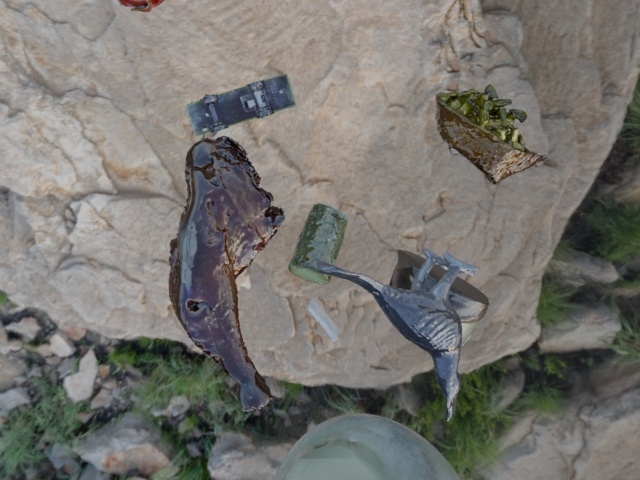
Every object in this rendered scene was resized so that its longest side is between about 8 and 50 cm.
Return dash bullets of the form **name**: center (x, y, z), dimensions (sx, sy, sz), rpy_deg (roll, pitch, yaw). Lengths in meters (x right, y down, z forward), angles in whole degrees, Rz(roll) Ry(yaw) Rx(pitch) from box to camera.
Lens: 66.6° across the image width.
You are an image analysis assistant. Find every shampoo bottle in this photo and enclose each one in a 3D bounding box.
- **shampoo bottle**: center (0.080, 0.452, 0.778), dimensions (0.322, 0.322, 0.317), rpy_deg (-21, 124, 5)

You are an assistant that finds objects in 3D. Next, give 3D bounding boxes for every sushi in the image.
- **sushi**: center (0.397, -0.258, 1.159), dimensions (0.296, 0.167, 0.179), rpy_deg (44, 119, 5)

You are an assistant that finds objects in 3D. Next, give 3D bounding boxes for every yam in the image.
- **yam**: center (0.000, 0.000, 1.174), dimensions (0.107, 0.107, 0.194), rpy_deg (26, 65, -13)

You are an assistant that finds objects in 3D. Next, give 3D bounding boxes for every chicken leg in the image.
- **chicken leg**: center (-0.075, 0.023, 0.369), dimensions (0.093, 0.053, 0.205), rpy_deg (4, 94, 6)

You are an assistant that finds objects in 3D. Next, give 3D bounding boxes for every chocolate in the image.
- **chocolate**: center (0.290, 0.172, 1.293), dimensions (0.283, 0.283, 0.186), rpy_deg (27, 100, -14)

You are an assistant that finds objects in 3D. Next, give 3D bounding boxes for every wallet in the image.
- **wallet**: center (0.008, 0.149, 0.914), dimensions (0.011, 0.044, 0.083), rpy_deg (-36, 100, 16)

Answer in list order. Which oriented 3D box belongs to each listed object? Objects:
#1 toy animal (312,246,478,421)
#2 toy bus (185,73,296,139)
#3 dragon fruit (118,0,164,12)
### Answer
- **toy animal**: center (0.165, 0.099, 0.774), dimensions (0.367, 0.081, 0.206), rpy_deg (50, 66, -21)
- **toy bus**: center (-0.223, -0.387, 1.404), dimensions (0.301, 0.139, 0.113), rpy_deg (-15, 105, 5)
- **dragon fruit**: center (-0.392, -0.566, 1.061), dimensions (0.165, 0.136, 0.133), rpy_deg (-6, 79, -23)
